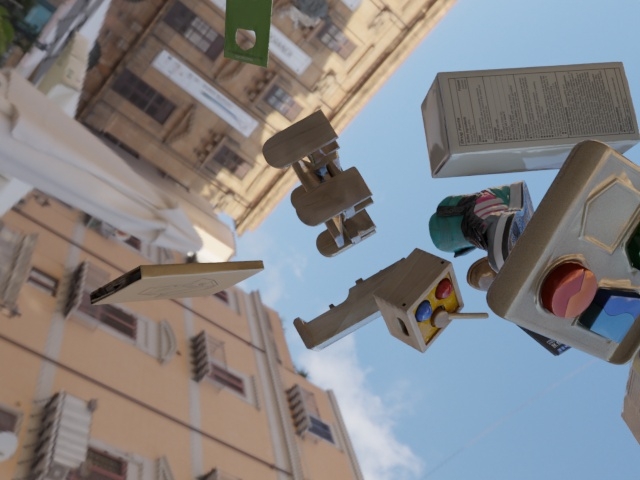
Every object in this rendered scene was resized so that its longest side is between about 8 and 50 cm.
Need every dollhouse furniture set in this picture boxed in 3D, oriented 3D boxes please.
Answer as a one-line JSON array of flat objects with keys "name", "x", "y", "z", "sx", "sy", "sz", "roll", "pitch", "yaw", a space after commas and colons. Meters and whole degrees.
[{"name": "dollhouse furniture set", "x": 0.000, "y": 0.000, "z": 1.411, "sx": 0.256, "sy": 0.394, "sz": 0.362, "roll": -30, "pitch": 168, "yaw": -1}]

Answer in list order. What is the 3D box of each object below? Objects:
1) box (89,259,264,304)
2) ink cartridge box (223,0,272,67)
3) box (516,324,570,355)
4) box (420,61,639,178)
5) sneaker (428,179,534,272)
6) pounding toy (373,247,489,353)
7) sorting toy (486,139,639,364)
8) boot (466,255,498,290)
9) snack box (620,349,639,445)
[{"name": "box", "x": -0.209, "y": 0.061, "z": 0.979, "sx": 0.164, "sy": 0.201, "sz": 0.021, "roll": -24, "pitch": -107, "yaw": 45}, {"name": "ink cartridge box", "x": -0.147, "y": -0.396, "z": 0.990, "sx": 0.189, "sy": 0.097, "sz": 0.255, "roll": 32, "pitch": -57, "yaw": 55}, {"name": "box", "x": 0.491, "y": 0.126, "z": 1.343, "sx": 0.180, "sy": 0.147, "sz": 0.077, "roll": -42, "pitch": -162, "yaw": 31}, {"name": "box", "x": 0.334, "y": -0.194, "z": 1.091, "sx": 0.121, "sy": 0.311, "sz": 0.148, "roll": 108, "pitch": -23, "yaw": -76}, {"name": "sneaker", "x": 0.279, "y": -0.014, "z": 1.198, "sx": 0.178, "sy": 0.123, "sz": 0.295, "roll": -14, "pitch": -162, "yaw": 26}, {"name": "pounding toy", "x": 0.177, "y": 0.102, "z": 1.051, "sx": 0.130, "sy": 0.141, "sz": 0.100, "roll": -44, "pitch": -136, "yaw": -20}, {"name": "sorting toy", "x": 0.345, "y": -0.015, "z": 0.737, "sx": 0.307, "sy": 0.229, "sz": 0.041, "roll": -62, "pitch": -154, "yaw": 10}, {"name": "boot", "x": 0.542, "y": 0.100, "z": 1.789, "sx": 0.115, "sy": 0.305, "sz": 0.112, "roll": -132, "pitch": -134, "yaw": -66}, {"name": "snack box", "x": 0.552, "y": 0.185, "z": 1.046, "sx": 0.187, "sy": 0.060, "sz": 0.322, "roll": -70, "pitch": 163, "yaw": -73}]
